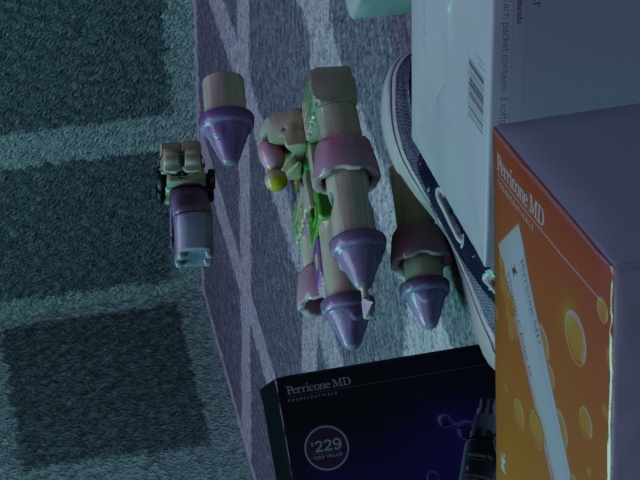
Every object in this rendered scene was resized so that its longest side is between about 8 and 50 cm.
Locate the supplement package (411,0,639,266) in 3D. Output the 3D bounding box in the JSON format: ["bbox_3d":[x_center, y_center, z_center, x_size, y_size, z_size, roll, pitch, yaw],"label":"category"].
[{"bbox_3d":[0.159,-0.149,1.322,0.204,0.145,0.261,-114,18,-56],"label":"supplement package"}]

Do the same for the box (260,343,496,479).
[{"bbox_3d":[0.094,0.193,1.630,0.103,0.261,0.184,125,135,-75],"label":"box"}]

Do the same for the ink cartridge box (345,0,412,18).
[{"bbox_3d":[0.066,-0.294,1.548,0.203,0.086,0.148,119,142,-73],"label":"ink cartridge box"}]

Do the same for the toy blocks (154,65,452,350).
[{"bbox_3d":[0.000,0.000,1.834,0.288,0.309,0.260,104,161,-65],"label":"toy blocks"}]

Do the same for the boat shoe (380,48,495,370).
[{"bbox_3d":[0.155,-0.059,1.540,0.158,0.127,0.340,109,143,-55],"label":"boat shoe"}]

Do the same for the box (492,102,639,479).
[{"bbox_3d":[0.219,0.111,1.155,0.215,0.168,0.345,-119,23,-62],"label":"box"}]
